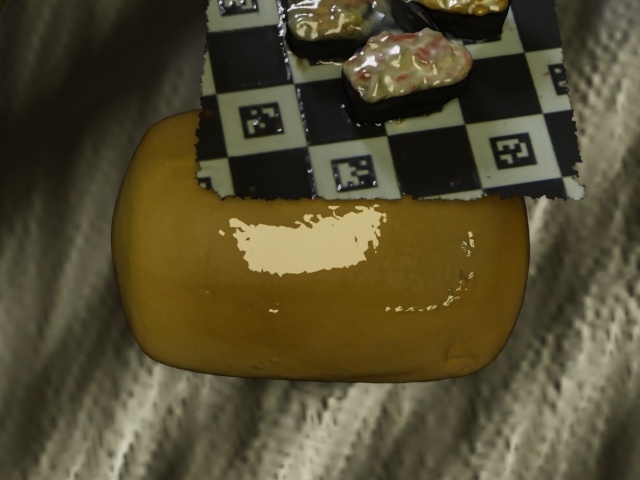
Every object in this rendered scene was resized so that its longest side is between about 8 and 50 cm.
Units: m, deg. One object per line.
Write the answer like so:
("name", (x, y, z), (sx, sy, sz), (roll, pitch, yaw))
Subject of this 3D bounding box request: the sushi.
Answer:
("sushi", (0.033, -0.117, 0.959), (0.192, 0.040, 0.210), (0, 57, -1))

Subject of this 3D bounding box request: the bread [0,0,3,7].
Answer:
("bread", (-0.196, -0.193, 0.916), (0.142, 0.227, 0.253), (26, 93, 4))

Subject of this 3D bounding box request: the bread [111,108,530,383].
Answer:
("bread", (0.000, 0.000, 0.972), (0.217, 0.098, 0.147), (-2, 83, -2))
